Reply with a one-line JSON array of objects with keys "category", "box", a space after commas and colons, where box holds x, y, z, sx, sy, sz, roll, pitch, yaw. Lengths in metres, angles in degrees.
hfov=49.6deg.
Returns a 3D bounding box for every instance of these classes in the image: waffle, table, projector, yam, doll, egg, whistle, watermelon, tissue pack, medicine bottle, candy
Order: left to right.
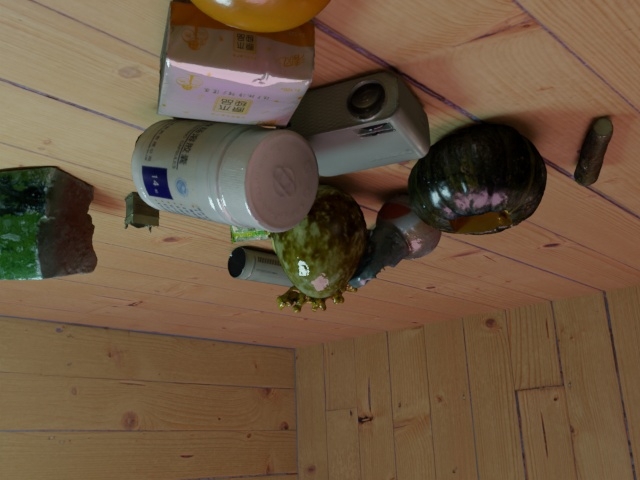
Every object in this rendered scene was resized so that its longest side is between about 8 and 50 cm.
[{"category": "watermelon", "box": [-0.651, -0.037, 1.661, 0.151, 0.264, 0.302, 1, 179, 40]}, {"category": "table", "box": [-0.463, -0.071, 1.798, 0.079, 0.083, 0.062, 8, 159, -34]}, {"category": "medicine bottle", "box": [-0.183, -0.127, 1.308, 0.332, 0.190, 0.190, 11, 174, 38]}, {"category": "tissue pack", "box": [-0.141, -0.276, 1.116, 0.225, 0.124, 0.185, 3, 165, -17]}, {"category": "doll", "box": [-0.086, -0.339, 0.821, 0.213, 0.213, 0.236, 7, 174, -27]}, {"category": "candy", "box": [-0.181, -0.037, 1.973, 0.178, 0.032, 0.102, -5, 130, 13]}, {"category": "projector", "box": [-0.149, 0.099, 2.358, 0.337, 0.108, 0.108, 13, 157, -41]}, {"category": "waffle", "box": [-0.015, 0.047, 1.889, 0.260, 0.293, 0.069, -9, 165, -19]}, {"category": "egg", "box": [0.000, 0.000, 1.741, 0.238, 0.289, 0.238, -2, 160, -1]}, {"category": "projector", "box": [0.065, -0.222, 1.350, 0.250, 0.108, 0.198, -9, 162, 25]}, {"category": "whistle", "box": [0.189, -0.007, 1.821, 0.348, 0.189, 0.189, -40, -178, -30]}, {"category": "yam", "box": [0.621, -0.198, 1.579, 0.061, 0.061, 0.274, -6, 161, 12]}]

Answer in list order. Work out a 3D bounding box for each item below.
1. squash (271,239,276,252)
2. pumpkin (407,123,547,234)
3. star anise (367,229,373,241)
[{"category": "squash", "box": [-0.094, 0.028, 2.103, 0.137, 0.137, 0.287, -10, 158, 24]}, {"category": "pumpkin", "box": [0.348, -0.125, 1.552, 0.320, 0.192, 0.320, 0, 163, 0]}, {"category": "star anise", "box": [0.183, 0.015, 2.176, 0.262, 0.081, 0.230, 1, 152, -4]}]
